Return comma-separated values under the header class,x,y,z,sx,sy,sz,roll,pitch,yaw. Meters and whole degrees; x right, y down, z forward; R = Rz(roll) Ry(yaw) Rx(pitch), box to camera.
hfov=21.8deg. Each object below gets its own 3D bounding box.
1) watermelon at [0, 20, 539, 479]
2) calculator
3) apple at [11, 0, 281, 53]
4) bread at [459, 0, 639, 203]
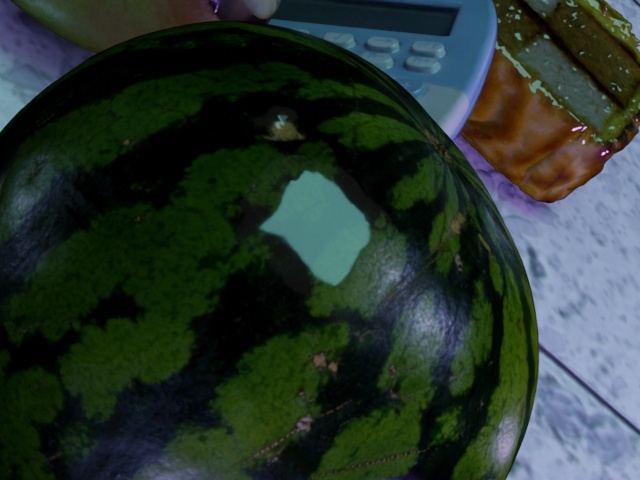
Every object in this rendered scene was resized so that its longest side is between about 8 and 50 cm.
class,x,y,z,sx,sy,sz,roll,pitch,yaw
watermelon,-0.037,0.044,0.769,0.285,0.285,0.285,26,44,-28
calculator,0.013,-0.116,1.063,0.188,0.042,0.302,7,39,16
apple,-0.108,-0.203,0.996,0.207,0.174,0.188,39,19,-10
bread,0.144,-0.143,1.248,0.222,0.096,0.181,43,38,-5
